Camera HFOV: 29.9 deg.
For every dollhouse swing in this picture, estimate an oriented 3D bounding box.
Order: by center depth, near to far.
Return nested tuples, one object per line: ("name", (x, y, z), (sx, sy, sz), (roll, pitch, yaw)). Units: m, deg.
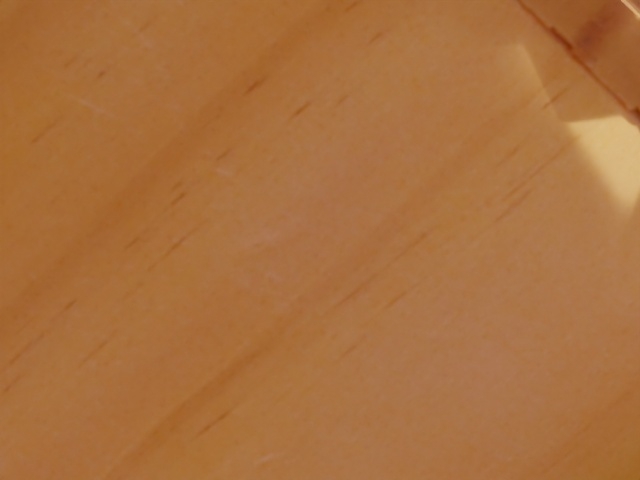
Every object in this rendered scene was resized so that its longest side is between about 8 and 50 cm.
("dollhouse swing", (0.000, 0.000, 0.489), (0.347, 0.305, 0.315), (43, 16, -6))
